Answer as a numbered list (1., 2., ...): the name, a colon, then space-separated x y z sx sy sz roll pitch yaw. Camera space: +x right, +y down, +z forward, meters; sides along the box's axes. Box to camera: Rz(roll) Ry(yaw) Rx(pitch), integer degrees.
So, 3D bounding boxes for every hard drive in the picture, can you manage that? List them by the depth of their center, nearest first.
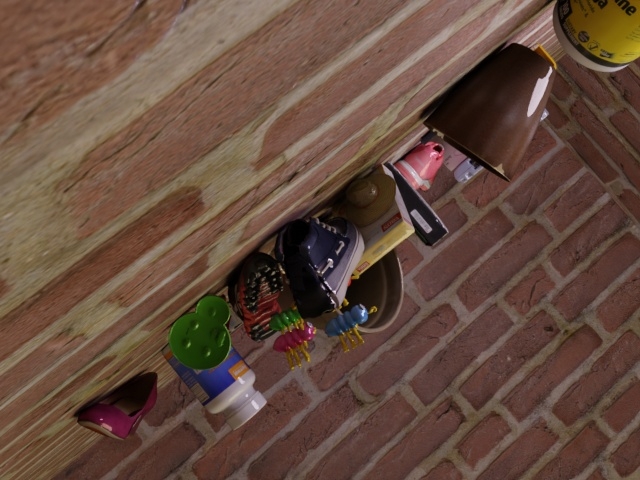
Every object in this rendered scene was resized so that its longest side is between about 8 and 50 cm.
1. hard drive: 0.238 -0.092 1.870 0.064 0.237 0.339 -40 176 3

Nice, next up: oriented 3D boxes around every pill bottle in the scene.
1. pill bottle: 0.572 -0.454 1.201 0.188 0.188 0.334 -38 176 -26
2. pill bottle: -0.263 0.341 1.774 0.152 0.272 0.152 -40 177 -3

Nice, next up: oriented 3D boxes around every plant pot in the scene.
1. plant pot: 0.362 -0.274 1.412 0.230 0.215 0.215 -56 174 9
2. plant pot: 0.012 0.106 1.838 0.280 0.323 0.323 -20 -169 42

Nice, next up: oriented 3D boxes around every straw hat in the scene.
1. straw hat: 0.094 -0.106 1.557 0.144 0.144 0.061 -41 132 19

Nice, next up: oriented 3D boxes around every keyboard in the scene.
1. keyboard: 0.332 -0.315 1.805 0.180 0.023 0.108 -42 -178 19

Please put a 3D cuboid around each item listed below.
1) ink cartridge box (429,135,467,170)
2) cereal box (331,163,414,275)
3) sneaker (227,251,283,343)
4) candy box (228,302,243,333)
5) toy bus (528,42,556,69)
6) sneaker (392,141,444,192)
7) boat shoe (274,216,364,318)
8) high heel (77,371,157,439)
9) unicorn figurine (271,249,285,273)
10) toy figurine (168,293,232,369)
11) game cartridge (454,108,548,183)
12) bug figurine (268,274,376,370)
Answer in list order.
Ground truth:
1. ink cartridge box: 0.471 -0.349 2.018 0.278 0.117 0.201 -38 176 -25
2. cereal box: 0.114 -0.050 1.598 0.173 0.047 0.240 -40 -147 21
3. sneaker: -0.144 0.101 1.478 0.098 0.135 0.276 -26 148 -20
4. candy box: -0.288 0.250 2.011 0.196 0.070 0.165 -40 176 13
5. toy bus: 0.511 -0.409 1.800 0.191 0.104 0.202 -40 176 15
6. sneaker: 0.309 -0.219 2.001 0.136 0.116 0.314 -42 176 16
7. boat shoe: 0.000 0.000 1.419 0.127 0.158 0.340 -16 -155 16
8. high heel: -0.498 0.396 1.746 0.377 0.127 0.181 111 1 -75
9. unicorn figurine: -0.040 0.055 1.598 0.111 0.162 0.060 98 1 -62
10. toy figurine: -0.235 0.167 1.497 0.159 0.130 0.173 -78 -169 -74
11. game cartridge: 0.512 -0.277 1.974 0.294 0.060 0.196 -41 172 22
12. bug figurine: -0.004 0.150 1.403 0.216 0.072 0.279 -30 -161 2
